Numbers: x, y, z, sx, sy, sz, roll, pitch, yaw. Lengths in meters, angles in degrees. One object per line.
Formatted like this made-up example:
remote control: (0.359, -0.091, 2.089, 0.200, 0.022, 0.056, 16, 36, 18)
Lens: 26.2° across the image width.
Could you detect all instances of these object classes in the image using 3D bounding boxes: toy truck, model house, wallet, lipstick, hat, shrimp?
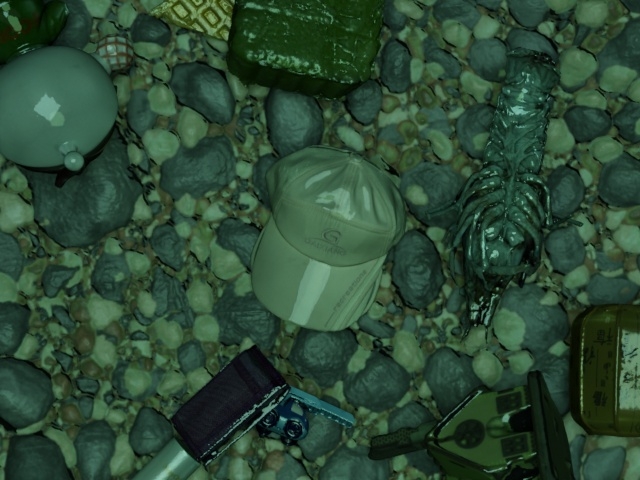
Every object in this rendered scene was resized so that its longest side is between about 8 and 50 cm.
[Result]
toy truck: (-0.025, 0.257, 1.951, 0.136, 0.063, 0.074, 26, 66, -1)
model house: (0.205, 0.333, 1.893, 0.278, 0.205, 0.218, -16, 49, 15)
wallet: (-0.130, 0.228, 1.934, 0.166, 0.030, 0.111, -41, 46, -4)
lipstick: (-0.278, 0.387, 1.936, 0.059, 0.059, 0.264, 45, 87, 2)
hat: (0.000, 0.000, 1.929, 0.219, 0.164, 0.226, 20, 65, 1)
shrimp: (0.264, -0.061, 1.934, 0.221, 0.166, 0.410, 12, 74, 2)

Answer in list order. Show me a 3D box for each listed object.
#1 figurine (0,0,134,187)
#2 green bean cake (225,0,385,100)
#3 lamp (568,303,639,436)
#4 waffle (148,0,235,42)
figurine: (-0.404, -0.247, 1.925, 0.281, 0.167, 0.370, -23, 78, -7)
green bean cake: (-0.022, -0.311, 1.941, 0.214, 0.113, 0.200, 11, 76, -10)
lamp: (0.426, 0.182, 1.917, 0.161, 0.161, 0.185, 0, 84, -1)
waffle: (-0.143, -0.292, 1.995, 0.125, 0.032, 0.191, -38, 89, -3)
